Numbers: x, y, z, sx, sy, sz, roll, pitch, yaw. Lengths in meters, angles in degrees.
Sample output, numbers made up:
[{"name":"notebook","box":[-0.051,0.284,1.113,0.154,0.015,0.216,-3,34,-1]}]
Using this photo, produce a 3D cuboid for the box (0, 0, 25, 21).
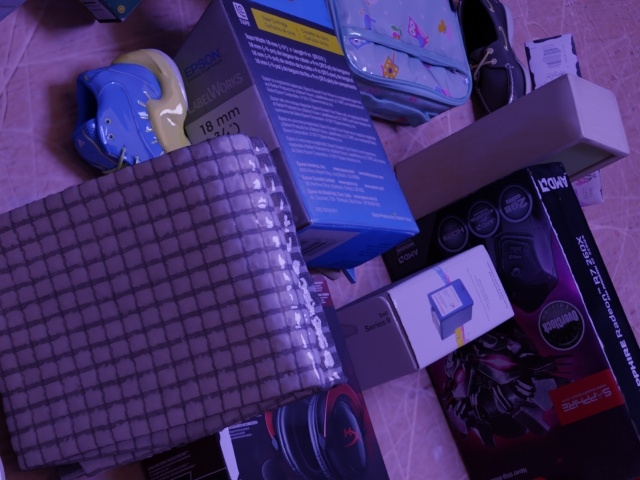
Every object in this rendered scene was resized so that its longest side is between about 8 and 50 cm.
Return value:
[{"name":"box","box":[-0.371,-0.234,1.166,0.262,0.231,0.126,-8,74,-51]}]

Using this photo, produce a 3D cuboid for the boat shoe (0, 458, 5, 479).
[{"name":"boat shoe","box":[-0.279,0.232,1.116,0.095,0.079,0.254,-27,92,-55]}]

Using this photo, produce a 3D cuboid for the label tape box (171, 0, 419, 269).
[{"name":"label tape box","box":[-0.045,-0.140,1.555,0.241,0.106,0.333,5,60,-60]}]

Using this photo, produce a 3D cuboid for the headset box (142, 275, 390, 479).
[{"name":"headset box","box":[-0.066,0.164,1.378,0.218,0.110,0.293,-2,70,-49]}]

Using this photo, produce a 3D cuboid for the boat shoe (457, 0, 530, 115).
[{"name":"boat shoe","box":[0.234,-0.252,2.008,0.069,0.081,0.227,23,45,-36]}]

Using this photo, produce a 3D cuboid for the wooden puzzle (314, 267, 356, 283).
[{"name":"wooden puzzle","box":[0.000,0.000,1.633,0.116,0.014,0.078,27,50,-38]}]

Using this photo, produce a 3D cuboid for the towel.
[{"name":"towel","box":[-0.143,0.061,1.230,0.121,0.284,0.235,5,66,-74]}]

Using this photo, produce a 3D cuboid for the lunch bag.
[{"name":"lunch bag","box":[0.074,-0.259,1.798,0.279,0.108,0.224,7,63,-47]}]

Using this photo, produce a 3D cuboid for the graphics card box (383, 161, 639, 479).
[{"name":"graphics card box","box":[0.238,0.121,1.657,0.094,0.233,0.371,-9,77,-51]}]

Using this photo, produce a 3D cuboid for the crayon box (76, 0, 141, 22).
[{"name":"crayon box","box":[-0.235,-0.453,1.423,0.363,0.106,0.313,44,80,-22]}]

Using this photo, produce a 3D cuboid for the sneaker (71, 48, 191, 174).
[{"name":"sneaker","box":[-0.180,-0.070,1.428,0.126,0.091,0.240,-12,78,-33]}]

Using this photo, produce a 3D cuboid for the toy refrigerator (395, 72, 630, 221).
[{"name":"toy refrigerator","box":[0.228,-0.094,1.744,0.102,0.269,0.094,14,59,-45]}]

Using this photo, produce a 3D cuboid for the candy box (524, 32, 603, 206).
[{"name":"candy box","box":[0.343,-0.163,2.024,0.165,0.070,0.196,60,20,-64]}]

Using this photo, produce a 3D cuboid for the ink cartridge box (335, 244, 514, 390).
[{"name":"ink cartridge box","box":[0.086,0.092,1.561,0.212,0.154,0.093,-19,85,-53]}]
